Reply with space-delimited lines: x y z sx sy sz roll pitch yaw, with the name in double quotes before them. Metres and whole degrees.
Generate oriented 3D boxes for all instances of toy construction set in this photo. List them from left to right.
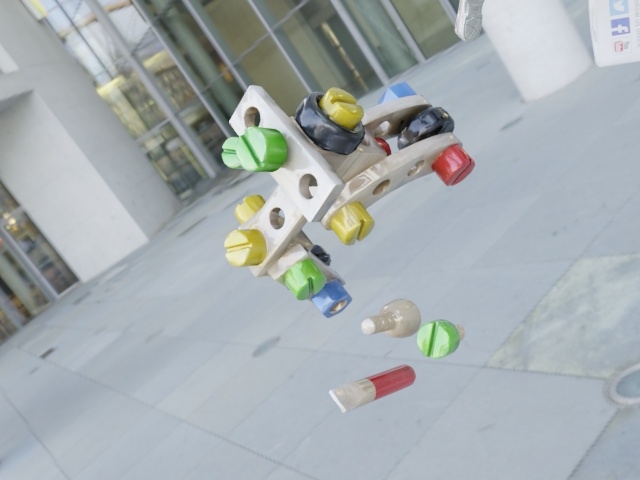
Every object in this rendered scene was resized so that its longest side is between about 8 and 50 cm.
"toy construction set" 0.000 0.000 0.638 0.258 0.308 0.237 -22 -10 31

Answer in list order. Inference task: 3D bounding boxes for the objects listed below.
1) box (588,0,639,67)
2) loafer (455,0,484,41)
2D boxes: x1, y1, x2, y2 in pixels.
"box" 0.336 -0.198 0.420 0.322 0.058 0.232 -2 36 24
"loafer" 0.223 -0.361 1.047 0.045 0.125 0.039 -6 31 -24
